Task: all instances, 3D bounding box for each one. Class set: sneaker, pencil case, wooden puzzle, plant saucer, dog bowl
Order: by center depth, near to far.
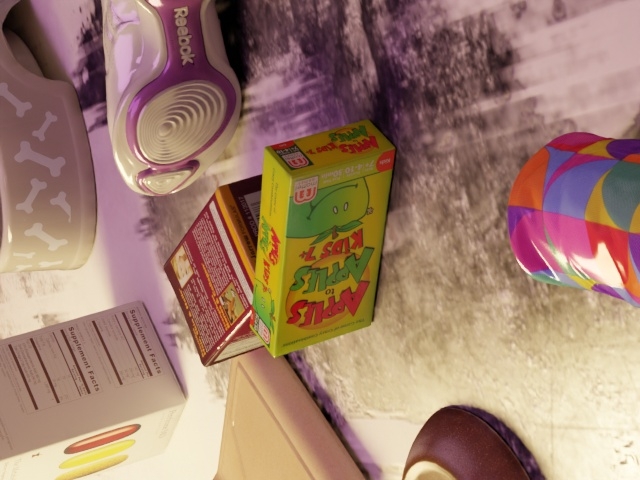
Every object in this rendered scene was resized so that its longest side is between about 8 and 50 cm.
[{"bbox_3d":[0.201,0.002,0.974,0.236,0.104,0.104,23,125,60],"label":"pencil case"},{"bbox_3d":[0.112,0.227,1.360,0.198,0.036,0.198,40,139,48],"label":"plant saucer"},{"bbox_3d":[-0.136,-0.187,1.567,0.152,0.114,0.305,-119,29,-55],"label":"sneaker"},{"bbox_3d":[-0.030,0.231,1.654,0.221,0.044,0.238,54,144,36],"label":"wooden puzzle"},{"bbox_3d":[-0.376,-0.119,2.075,0.349,0.102,0.348,43,142,47],"label":"dog bowl"}]

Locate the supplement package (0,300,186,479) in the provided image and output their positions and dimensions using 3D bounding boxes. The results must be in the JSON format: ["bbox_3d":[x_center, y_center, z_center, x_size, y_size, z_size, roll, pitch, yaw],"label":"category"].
[{"bbox_3d":[-0.288,0.179,1.902,0.134,0.244,0.139,64,154,22],"label":"supplement package"}]

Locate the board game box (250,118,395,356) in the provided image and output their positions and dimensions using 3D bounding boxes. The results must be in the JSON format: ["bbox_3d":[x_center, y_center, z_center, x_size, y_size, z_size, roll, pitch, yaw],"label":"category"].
[{"bbox_3d":[0.000,0.000,1.386,0.043,0.092,0.181,49,145,40],"label":"board game box"}]

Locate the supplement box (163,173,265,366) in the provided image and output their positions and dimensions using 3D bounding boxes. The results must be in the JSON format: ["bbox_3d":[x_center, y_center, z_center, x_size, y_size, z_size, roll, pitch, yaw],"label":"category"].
[{"bbox_3d":[-0.061,0.024,1.537,0.104,0.081,0.188,67,154,14],"label":"supplement box"}]
